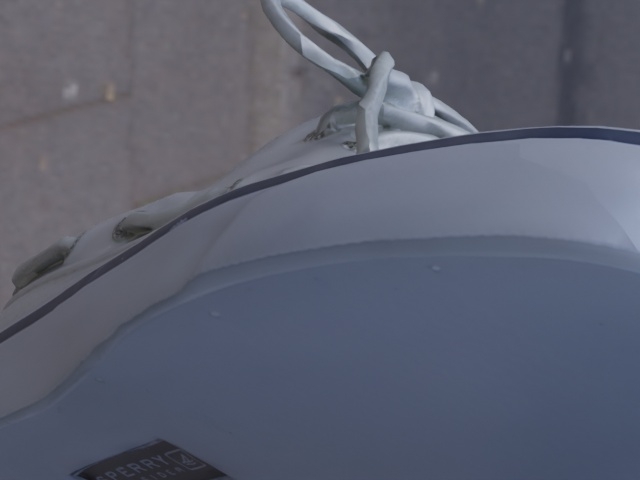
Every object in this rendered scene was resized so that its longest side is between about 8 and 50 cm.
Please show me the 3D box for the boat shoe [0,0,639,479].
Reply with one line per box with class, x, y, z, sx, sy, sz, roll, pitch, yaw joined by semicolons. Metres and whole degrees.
boat shoe;0.006;0.005;0.593;0.136;0.367;0.156;34;59;-21
